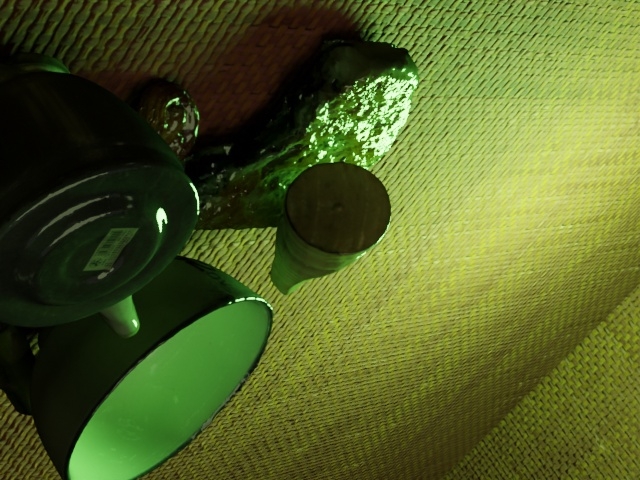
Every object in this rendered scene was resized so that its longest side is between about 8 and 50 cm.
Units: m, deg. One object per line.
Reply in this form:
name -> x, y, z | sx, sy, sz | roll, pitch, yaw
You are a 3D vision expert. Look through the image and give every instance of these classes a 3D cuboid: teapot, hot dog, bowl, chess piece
teapot -> -0.253, -0.058, 1.458 | 0.239, 0.239, 0.321 | -40, 151, 15
hot dog -> -0.198, -0.116, 1.633 | 0.099, 0.065, 0.147 | -16, 150, -55
bowl -> -0.250, 0.148, 1.871 | 0.354, 0.185, 0.354 | -38, 157, -19
chess piece -> 0.000, 0.000, 1.891 | 0.137, 0.137, 0.301 | -27, 169, -17

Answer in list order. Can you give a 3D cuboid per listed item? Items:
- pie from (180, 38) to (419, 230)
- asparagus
pie -> -0.024, -0.120, 1.837 | 0.371, 0.078, 0.296 | -36, 156, 7
asparagus -> -0.410, 0.159, 1.881 | 0.067, 0.060, 0.278 | -10, 152, -5
